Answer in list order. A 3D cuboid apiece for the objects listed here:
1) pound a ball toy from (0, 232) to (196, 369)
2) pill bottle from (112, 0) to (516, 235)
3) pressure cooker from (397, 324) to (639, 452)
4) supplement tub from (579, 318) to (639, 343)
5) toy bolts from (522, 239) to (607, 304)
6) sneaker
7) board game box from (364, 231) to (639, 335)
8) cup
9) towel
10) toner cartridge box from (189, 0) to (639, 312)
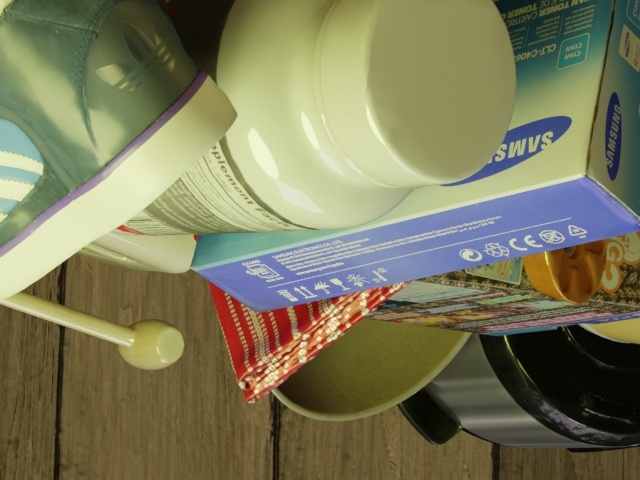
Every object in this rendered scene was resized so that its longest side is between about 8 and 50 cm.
[{"bbox_3d":[-0.206,-0.024,1.661,0.135,0.208,0.319,1,163,45],"label":"pound a ball toy"},{"bbox_3d":[-0.033,-0.093,1.250,0.176,0.176,0.318,4,176,-42],"label":"pill bottle"},{"bbox_3d":[0.290,0.074,2.409,0.369,0.376,0.420,3,173,-20],"label":"pressure cooker"},{"bbox_3d":[0.344,-0.015,1.795,0.241,0.241,0.331,3,-178,-29],"label":"supplement tub"},{"bbox_3d":[0.258,-0.070,1.483,0.158,0.218,0.228,-2,-169,35],"label":"toy bolts"},{"bbox_3d":[-0.202,-0.102,1.128,0.236,0.130,0.323,47,150,-12],"label":"sneaker"},{"bbox_3d":[0.113,-0.010,1.649,0.291,0.141,0.232,9,168,-33],"label":"board game box"},{"bbox_3d":[0.000,0.000,2.141,0.331,0.331,0.237,4,-159,-40],"label":"cup"},{"bbox_3d":[0.022,-0.027,1.439,0.275,0.199,0.031,-39,129,17],"label":"towel"},{"bbox_3d":[0.071,-0.062,1.324,0.347,0.165,0.075,-14,143,41],"label":"toner cartridge box"}]
